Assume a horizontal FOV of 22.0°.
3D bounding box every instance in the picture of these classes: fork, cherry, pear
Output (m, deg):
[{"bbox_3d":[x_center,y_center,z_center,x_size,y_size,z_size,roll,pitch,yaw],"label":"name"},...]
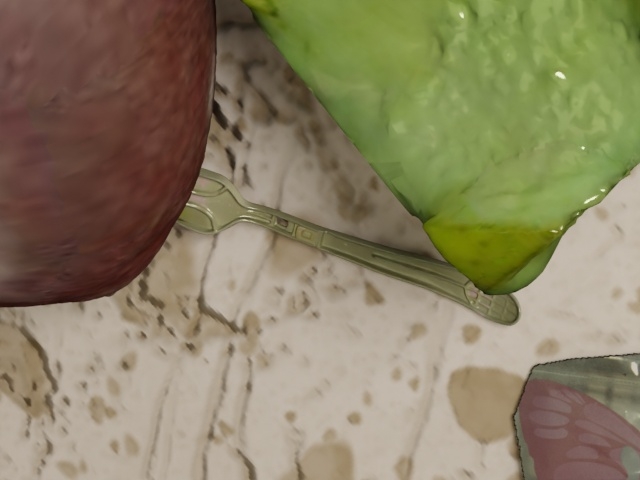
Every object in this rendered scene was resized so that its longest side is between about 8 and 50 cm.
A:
[{"bbox_3d":[-0.002,0.001,0.833,0.219,0.028,0.034,22,107,14],"label":"fork"},{"bbox_3d":[-0.168,-0.098,0.768,0.261,0.221,0.308,-1,117,40],"label":"cherry"},{"bbox_3d":[0.077,-0.154,0.688,0.286,0.176,0.282,-40,86,23],"label":"pear"}]

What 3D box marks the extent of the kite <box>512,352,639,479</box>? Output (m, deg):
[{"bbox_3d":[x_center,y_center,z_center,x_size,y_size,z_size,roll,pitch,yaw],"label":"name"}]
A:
[{"bbox_3d":[0.191,0.225,0.825,0.204,0.022,0.361,5,105,20],"label":"kite"}]
